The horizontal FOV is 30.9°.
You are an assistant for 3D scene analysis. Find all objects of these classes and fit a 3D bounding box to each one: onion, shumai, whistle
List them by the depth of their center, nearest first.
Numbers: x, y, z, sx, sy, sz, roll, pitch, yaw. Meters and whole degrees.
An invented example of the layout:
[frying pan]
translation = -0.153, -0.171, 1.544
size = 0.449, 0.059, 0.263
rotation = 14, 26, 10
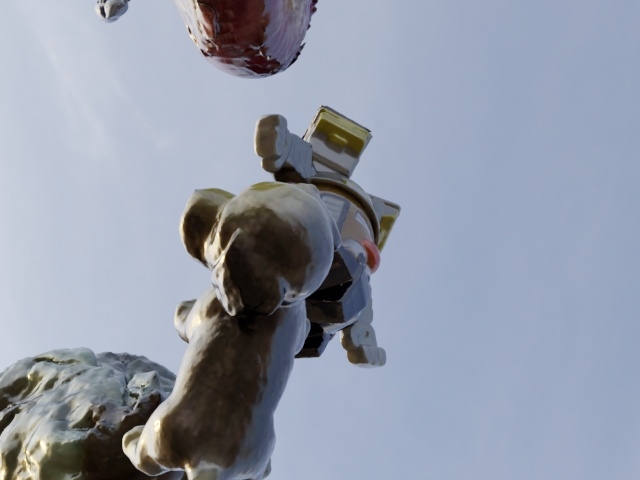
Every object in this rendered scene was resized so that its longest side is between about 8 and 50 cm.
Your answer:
[onion]
translation = -0.086, -0.270, 1.092
size = 0.163, 0.230, 0.230
rotation = 13, -59, 16
[whistle]
translation = -0.220, -0.241, 1.211
size = 0.029, 0.033, 0.083
rotation = 49, -13, -21
[shumai]
translation = -0.261, 0.224, 1.339
size = 0.304, 0.309, 0.263
rotation = 50, -27, 9

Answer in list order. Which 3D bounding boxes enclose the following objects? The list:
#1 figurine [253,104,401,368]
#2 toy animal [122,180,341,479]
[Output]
[figurine]
translation = -0.001, 0.003, 1.218
size = 0.143, 0.308, 0.308
rotation = -31, -78, 29
[toy animal]
translation = -0.063, 0.071, 0.825
size = 0.121, 0.233, 0.168
rotation = 17, -11, -6
